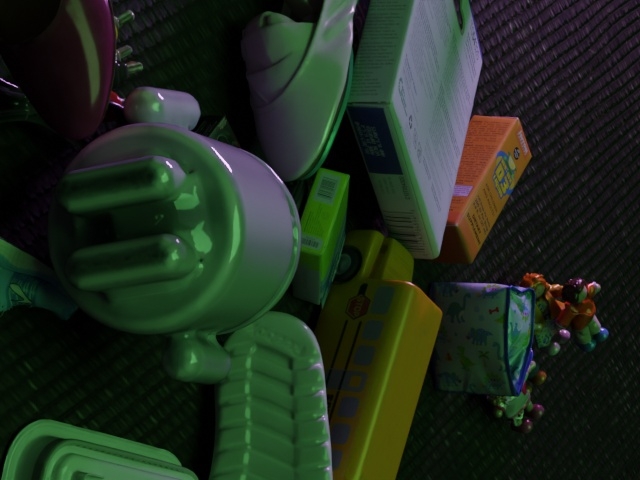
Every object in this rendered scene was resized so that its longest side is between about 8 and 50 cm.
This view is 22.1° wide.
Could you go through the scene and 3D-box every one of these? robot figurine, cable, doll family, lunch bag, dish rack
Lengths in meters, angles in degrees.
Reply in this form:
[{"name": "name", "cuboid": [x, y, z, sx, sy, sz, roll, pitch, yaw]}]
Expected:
[{"name": "robot figurine", "cuboid": [-0.137, -0.007, 1.620, 0.353, 0.199, 0.300, 15, 70, -74]}, {"name": "cable", "cuboid": [-0.283, -0.137, 1.597, 0.287, 0.072, 0.140, -18, 116, -41]}, {"name": "doll family", "cuboid": [0.297, 0.143, 2.386, 0.263, 0.118, 0.163, -49, 138, -19]}, {"name": "lunch bag", "cuboid": [0.219, 0.135, 2.234, 0.096, 0.128, 0.151, 11, 81, -54]}, {"name": "dish rack", "cuboid": [-0.225, 0.365, 1.665, 0.285, 0.072, 0.333, 26, 71, -53]}]

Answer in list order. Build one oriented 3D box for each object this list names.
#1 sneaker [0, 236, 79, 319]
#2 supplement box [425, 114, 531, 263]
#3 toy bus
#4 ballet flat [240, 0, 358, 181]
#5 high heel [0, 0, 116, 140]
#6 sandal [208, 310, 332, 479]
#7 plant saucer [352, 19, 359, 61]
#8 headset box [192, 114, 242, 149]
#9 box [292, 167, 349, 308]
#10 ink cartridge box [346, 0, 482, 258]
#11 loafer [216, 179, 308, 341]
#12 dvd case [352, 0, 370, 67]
[{"name": "sneaker", "cuboid": [-0.299, 0.043, 1.570, 0.162, 0.063, 0.073, 35, 82, -46]}, {"name": "supplement box", "cuboid": [0.210, -0.073, 2.259, 0.233, 0.080, 0.078, -59, 138, -38]}, {"name": "toy bus", "cuboid": [0.053, 0.154, 1.996, 0.108, 0.130, 0.333, 44, 57, -47]}, {"name": "ballet flat", "cuboid": [-0.024, -0.257, 1.898, 0.139, 0.139, 0.400, 46, 51, -46]}, {"name": "high heel", "cuboid": [-0.304, -0.263, 1.447, 0.181, 0.127, 0.377, -14, 81, -63]}, {"name": "sandal", "cuboid": [-0.061, 0.291, 1.856, 0.102, 0.169, 0.416, 114, -15, -79]}, {"name": "plant saucer", "cuboid": [0.014, -0.242, 2.014, 0.083, 0.013, 0.084, -14, 111, -40]}, {"name": "headset box", "cuboid": [-0.119, -0.095, 1.828, 0.062, 0.032, 0.083, -56, 135, -37]}, {"name": "box", "cuboid": [0.000, 0.000, 1.938, 0.178, 0.042, 0.109, 91, 16, -67]}, {"name": "ink cartridge box", "cuboid": [0.122, -0.200, 2.052, 0.324, 0.071, 0.330, 67, 30, -53]}, {"name": "loafer", "cuboid": [-0.078, 0.015, 1.860, 0.223, 0.076, 0.078, -58, 140, -29]}, {"name": "dvd case", "cuboid": [0.084, -0.263, 2.124, 0.164, 0.018, 0.221, -55, 133, -38]}]
